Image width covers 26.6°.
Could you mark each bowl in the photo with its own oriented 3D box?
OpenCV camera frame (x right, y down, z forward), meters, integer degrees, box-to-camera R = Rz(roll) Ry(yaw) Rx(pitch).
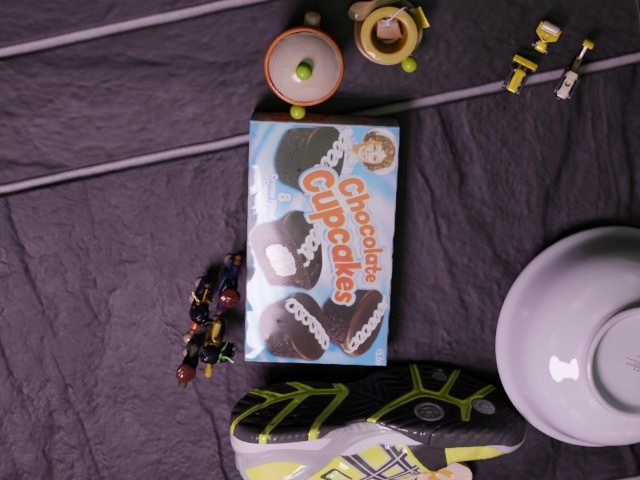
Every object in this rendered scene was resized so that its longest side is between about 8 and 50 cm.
[{"bbox_3d":[0.380,0.137,1.695,0.298,0.134,0.298,-2,101,-9],"label":"bowl"}]

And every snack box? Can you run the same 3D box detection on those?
[{"bbox_3d":[0.000,0.000,1.725,0.187,0.060,0.322,2,108,0],"label":"snack box"}]

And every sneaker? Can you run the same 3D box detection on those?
[{"bbox_3d":[0.075,0.262,1.777,0.384,0.145,0.147,-2,122,-2],"label":"sneaker"}]

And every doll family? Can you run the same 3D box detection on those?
[{"bbox_3d":[-0.140,0.104,1.736,0.076,0.111,0.193,7,108,-1],"label":"doll family"}]

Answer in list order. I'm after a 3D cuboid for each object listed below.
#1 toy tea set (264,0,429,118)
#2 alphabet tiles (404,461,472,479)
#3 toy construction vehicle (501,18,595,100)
[{"bbox_3d":[-0.017,-0.313,1.587,0.200,0.124,0.336,-27,106,10],"label":"toy tea set"},{"bbox_3d":[0.094,0.407,1.880,0.278,0.021,0.284,22,108,-6],"label":"alphabet tiles"},{"bbox_3d":[0.281,-0.216,1.665,0.086,0.035,0.098,25,105,4],"label":"toy construction vehicle"}]
